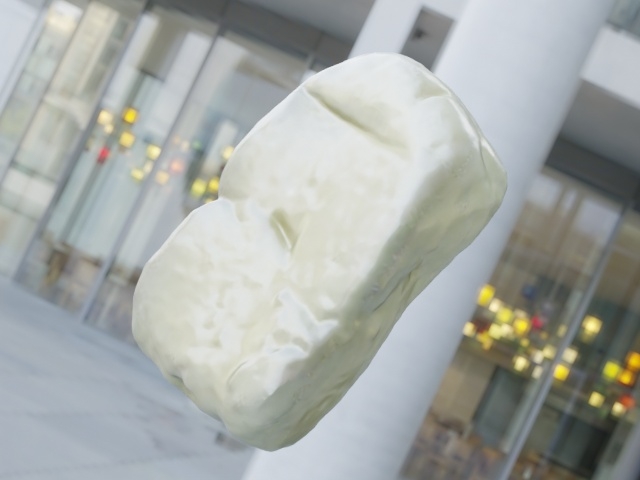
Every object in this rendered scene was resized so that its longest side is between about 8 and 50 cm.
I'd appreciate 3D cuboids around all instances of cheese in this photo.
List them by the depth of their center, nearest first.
[{"bbox_3d":[0.001,0.001,0.978,0.159,0.263,0.093,34,-7,36],"label":"cheese"}]
